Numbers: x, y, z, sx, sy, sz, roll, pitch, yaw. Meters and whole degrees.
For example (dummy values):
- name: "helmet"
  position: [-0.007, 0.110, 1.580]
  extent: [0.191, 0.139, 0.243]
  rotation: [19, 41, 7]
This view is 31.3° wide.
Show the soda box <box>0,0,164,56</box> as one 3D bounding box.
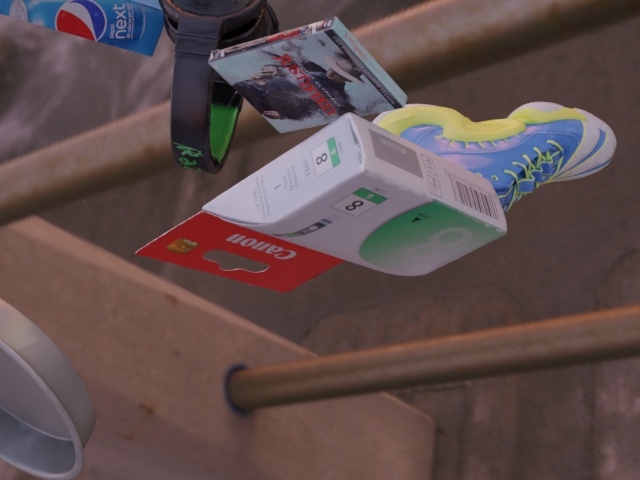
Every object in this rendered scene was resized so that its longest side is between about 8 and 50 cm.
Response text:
- name: "soda box"
  position: [-0.301, -0.296, 1.417]
  extent: [0.067, 0.210, 0.071]
  rotation: [-65, 31, 23]

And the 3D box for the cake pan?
- name: "cake pan"
  position: [-0.374, 0.157, 1.314]
  extent: [0.293, 0.293, 0.054]
  rotation: [-2, 37, 42]

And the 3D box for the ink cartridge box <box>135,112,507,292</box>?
- name: "ink cartridge box"
  position: [0.000, 0.000, 0.869]
  extent: [0.224, 0.181, 0.056]
  rotation: [-32, 58, 31]

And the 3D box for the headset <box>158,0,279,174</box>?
- name: "headset"
  position: [-0.096, -0.275, 1.418]
  extent: [0.185, 0.243, 0.394]
  rotation: [7, 82, 4]

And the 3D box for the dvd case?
- name: "dvd case"
  position: [-0.010, -0.113, 0.802]
  extent: [0.119, 0.087, 0.013]
  rotation: [-7, 52, 40]

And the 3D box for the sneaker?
- name: "sneaker"
  position: [0.161, -0.054, 1.016]
  extent: [0.091, 0.240, 0.126]
  rotation: [101, 164, -47]
